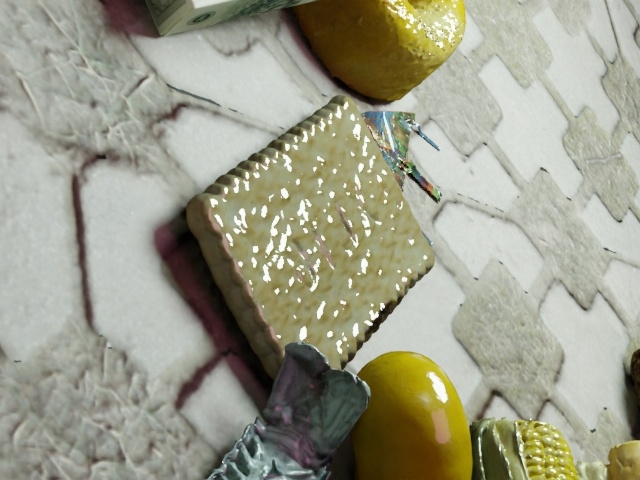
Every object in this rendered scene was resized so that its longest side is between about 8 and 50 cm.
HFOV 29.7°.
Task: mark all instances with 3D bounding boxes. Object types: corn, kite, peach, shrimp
[{"bbox_3d":[0.203,0.318,1.183,0.123,0.122,0.305,11,54,-19],"label":"corn"},{"bbox_3d":[0.092,-0.094,1.366,0.160,0.010,0.183,42,40,-32],"label":"kite"},{"bbox_3d":[0.077,0.181,1.049,0.179,0.103,0.179,-2,90,-87],"label":"peach"},{"bbox_3d":[-0.060,0.218,0.842,0.221,0.166,0.410,29,22,4],"label":"shrimp"}]

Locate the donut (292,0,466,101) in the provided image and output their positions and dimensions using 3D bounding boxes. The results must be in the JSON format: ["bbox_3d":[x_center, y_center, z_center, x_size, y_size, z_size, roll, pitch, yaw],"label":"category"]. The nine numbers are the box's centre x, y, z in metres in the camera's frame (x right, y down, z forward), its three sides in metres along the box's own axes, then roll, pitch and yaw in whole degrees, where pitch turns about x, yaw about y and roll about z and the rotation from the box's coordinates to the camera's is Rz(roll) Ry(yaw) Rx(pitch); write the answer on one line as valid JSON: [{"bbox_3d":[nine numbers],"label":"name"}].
[{"bbox_3d":[0.067,-0.300,1.370,0.277,0.108,0.278,32,46,-41],"label":"donut"}]

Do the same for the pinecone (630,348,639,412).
[{"bbox_3d":[0.510,0.181,1.638,0.179,0.184,0.204,48,4,16],"label":"pinecone"}]

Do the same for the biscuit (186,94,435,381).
[{"bbox_3d":[0.000,0.000,1.148,0.217,0.044,0.325,60,34,-10],"label":"biscuit"}]

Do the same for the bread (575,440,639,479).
[{"bbox_3d":[0.393,0.427,1.324,0.236,0.165,0.375,34,43,-42],"label":"bread"}]

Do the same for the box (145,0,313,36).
[{"bbox_3d":[-0.067,-0.304,1.152,0.256,0.069,0.164,-22,88,-38],"label":"box"}]
